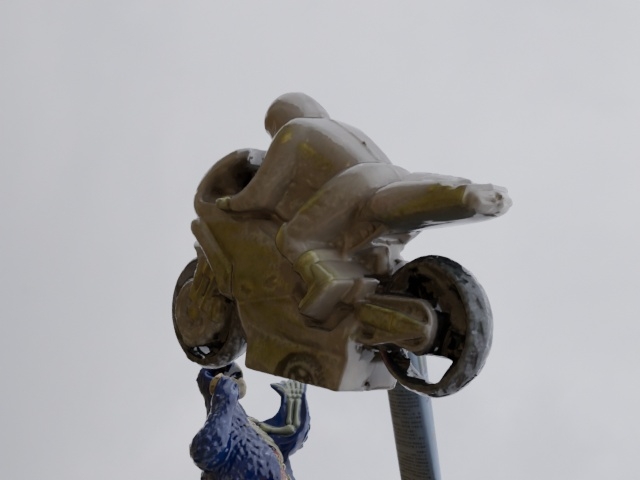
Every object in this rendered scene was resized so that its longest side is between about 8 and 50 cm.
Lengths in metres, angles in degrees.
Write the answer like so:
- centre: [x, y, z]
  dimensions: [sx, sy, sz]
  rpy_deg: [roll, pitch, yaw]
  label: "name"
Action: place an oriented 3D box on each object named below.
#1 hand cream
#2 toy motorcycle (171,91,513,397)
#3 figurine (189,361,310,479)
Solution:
- centre: [0.122, 0.241, 1.680]
  dimensions: [0.091, 0.058, 0.271]
  rpy_deg: [5, -73, 54]
  label: "hand cream"
- centre: [0.000, 0.000, 0.936]
  dimensions: [0.340, 0.107, 0.223]
  rpy_deg: [5, -90, 48]
  label: "toy motorcycle"
- centre: [-0.092, 0.254, 1.489]
  dimensions: [0.121, 0.164, 0.262]
  rpy_deg: [-42, -136, 35]
  label: "figurine"
